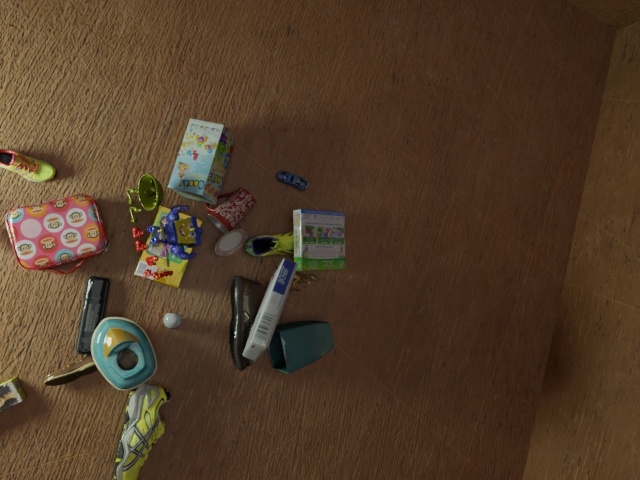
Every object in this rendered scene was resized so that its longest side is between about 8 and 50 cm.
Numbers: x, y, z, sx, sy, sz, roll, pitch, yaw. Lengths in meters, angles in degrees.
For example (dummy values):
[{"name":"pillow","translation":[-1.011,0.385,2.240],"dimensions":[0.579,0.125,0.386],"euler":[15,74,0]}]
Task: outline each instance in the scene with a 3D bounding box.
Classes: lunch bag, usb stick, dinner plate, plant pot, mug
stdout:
[{"name":"lunch bag","translation":[-0.903,-0.012,1.631],"dimensions":[0.293,0.120,0.258],"euler":[-15,93,-20]},{"name":"usb stick","translation":[-0.817,0.268,1.681],"dimensions":[0.077,0.045,0.277],"euler":[10,82,-23]},{"name":"dinner plate","translation":[-0.351,0.006,1.830],"dimensions":[0.141,0.141,0.017],"euler":[-32,62,-18]},{"name":"plant pot","translation":[-0.076,0.406,1.882],"dimensions":[0.234,0.165,0.165],"euler":[-13,92,-29]},{"name":"mug","translation":[-0.354,-0.132,1.836],"dimensions":[0.150,0.113,0.169],"euler":[47,71,-14]}]

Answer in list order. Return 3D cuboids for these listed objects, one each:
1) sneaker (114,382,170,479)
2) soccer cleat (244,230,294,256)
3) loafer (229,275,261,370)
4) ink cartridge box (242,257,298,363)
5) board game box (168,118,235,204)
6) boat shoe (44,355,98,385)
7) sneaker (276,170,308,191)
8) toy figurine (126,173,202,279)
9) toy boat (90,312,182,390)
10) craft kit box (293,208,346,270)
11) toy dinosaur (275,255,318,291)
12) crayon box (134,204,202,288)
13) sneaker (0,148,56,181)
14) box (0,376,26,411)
[{"name":"sneaker","translation":[-0.638,0.709,1.675],"dimensions":[0.147,0.145,0.384],"euler":[11,85,-17]},{"name":"soccer cleat","translation":[-0.161,0.015,1.887],"dimensions":[0.289,0.121,0.093],"euler":[-8,89,-21]},{"name":"loafer","translation":[-0.280,0.323,1.824],"dimensions":[0.130,0.134,0.365],"euler":[2,87,-19]},{"name":"ink cartridge box","translation":[-0.195,0.266,1.720],"dimensions":[0.072,0.330,0.324],"euler":[23,61,-8]},{"name":"board game box","translation":[-0.443,-0.295,1.772],"dimensions":[0.144,0.142,0.275],"euler":[14,81,11]},{"name":"boat shoe","translation":[-0.877,0.456,1.652],"dimensions":[0.178,0.064,0.060],"euler":[-20,57,-23]},{"name":"sneaker","translation":[-0.112,-0.253,1.952],"dimensions":[0.144,0.059,0.053],"euler":[20,83,-16]},{"name":"toy figurine","translation":[-0.535,-0.047,1.694],"dimensions":[0.217,0.191,0.362],"euler":[-6,80,-49]},{"name":"toy boat","translation":[-0.642,0.356,1.666],"dimensions":[0.318,0.148,0.267],"euler":[-34,91,-26]},{"name":"craft kit box","translation":[0.000,0.000,1.936],"dimensions":[0.250,0.061,0.246],"euler":[2,83,-42]},{"name":"toy dinosaur","translation":[-0.115,0.151,1.939],"dimensions":[0.212,0.064,0.112],"euler":[19,65,-27]},{"name":"crayon box","translation":[-0.570,0.025,1.765],"dimensions":[0.165,0.081,0.278],"euler":[21,80,-18]},{"name":"sneaker","translation":[-1.028,-0.261,1.614],"dimensions":[0.209,0.094,0.081],"euler":[16,81,-19]},{"name":"box","translation":[-1.125,0.551,1.557],"dimensions":[0.232,0.058,0.087],"euler":[-27,96,-18]}]
